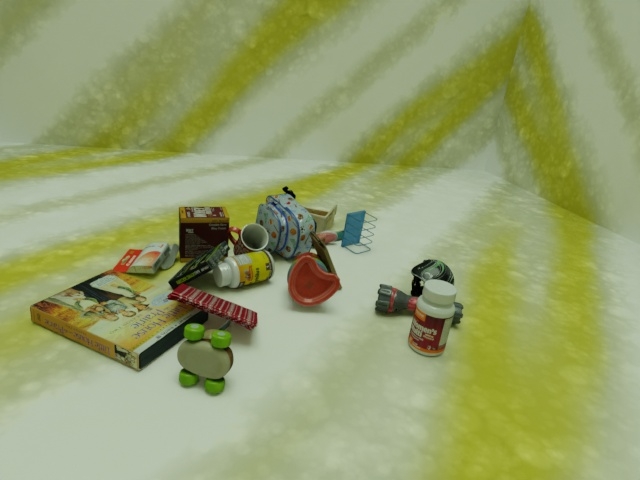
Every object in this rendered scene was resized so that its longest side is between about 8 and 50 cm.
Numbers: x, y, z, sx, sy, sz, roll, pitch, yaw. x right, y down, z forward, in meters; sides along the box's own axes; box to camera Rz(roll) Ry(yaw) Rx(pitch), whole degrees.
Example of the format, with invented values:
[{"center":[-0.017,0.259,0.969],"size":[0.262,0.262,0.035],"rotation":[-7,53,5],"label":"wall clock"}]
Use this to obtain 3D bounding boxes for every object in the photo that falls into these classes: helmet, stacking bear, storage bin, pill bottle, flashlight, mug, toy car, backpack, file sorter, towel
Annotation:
[{"center":[0.434,0.153,1.743],"size":[0.161,0.170,0.169],"rotation":[-26,37,-28],"label":"helmet"},{"center":[-0.045,0.123,1.681],"size":[0.175,0.164,0.289],"rotation":[38,7,-11],"label":"stacking bear"},{"center":[-0.070,-0.130,2.303],"size":[0.262,0.123,0.260],"rotation":[12,24,12],"label":"storage bin"},{"center":[0.356,0.243,1.426],"size":[0.121,0.221,0.121],"rotation":[6,23,-2],"label":"pill bottle"},{"center":[0.352,0.233,1.612],"size":[0.303,0.103,0.103],"rotation":[11,49,7],"label":"flashlight"},{"center":[-0.287,0.109,1.681],"size":[0.214,0.117,0.117],"rotation":[-12,29,-37],"label":"pill bottle"},{"center":[-0.299,0.000,1.823],"size":[0.113,0.169,0.150],"rotation":[-38,88,-32],"label":"mug"},{"center":[-0.285,0.294,1.232],"size":[0.148,0.155,0.188],"rotation":[12,11,11],"label":"toy car"},{"center":[-0.150,-0.054,1.949],"size":[0.263,0.277,0.213],"rotation":[32,38,33],"label":"backpack"},{"center":[0.185,-0.038,2.106],"size":[0.118,0.170,0.104],"rotation":[-13,33,-40],"label":"file sorter"},{"center":[-0.327,0.203,1.401],"size":[0.274,0.031,0.199],"rotation":[23,-1,-8],"label":"towel"}]

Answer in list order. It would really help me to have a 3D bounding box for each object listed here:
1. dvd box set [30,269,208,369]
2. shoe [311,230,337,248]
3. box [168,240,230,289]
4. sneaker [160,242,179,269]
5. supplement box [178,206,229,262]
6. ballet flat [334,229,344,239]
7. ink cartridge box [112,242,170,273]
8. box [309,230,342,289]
[{"center":[-0.607,0.224,1.387],"size":[0.420,0.062,0.307],"rotation":[16,24,20],"label":"dvd box set"},{"center":[0.000,0.000,2.103],"size":[0.177,0.064,0.081],"rotation":[-4,26,-11],"label":"shoe"},{"center":[-0.441,0.090,1.651],"size":[0.184,0.045,0.191],"rotation":[-25,16,17],"label":"box"},{"center":[-0.612,0.070,1.775],"size":[0.070,0.051,0.134],"rotation":[-18,35,25],"label":"sneaker"},{"center":[-0.479,-0.028,1.846],"size":[0.191,0.194,0.129],"rotation":[-2,25,-20],"label":"supplement box"},{"center":[0.108,-0.035,2.223],"size":[0.168,0.057,0.052],"rotation":[-7,17,-30],"label":"ballet flat"},{"center":[-0.680,0.061,1.703],"size":[0.179,0.045,0.145],"rotation":[3,36,9],"label":"ink cartridge box"},{"center":[0.020,0.078,1.758],"size":[0.021,0.201,0.164],"rotation":[-26,32,-10],"label":"box"}]
